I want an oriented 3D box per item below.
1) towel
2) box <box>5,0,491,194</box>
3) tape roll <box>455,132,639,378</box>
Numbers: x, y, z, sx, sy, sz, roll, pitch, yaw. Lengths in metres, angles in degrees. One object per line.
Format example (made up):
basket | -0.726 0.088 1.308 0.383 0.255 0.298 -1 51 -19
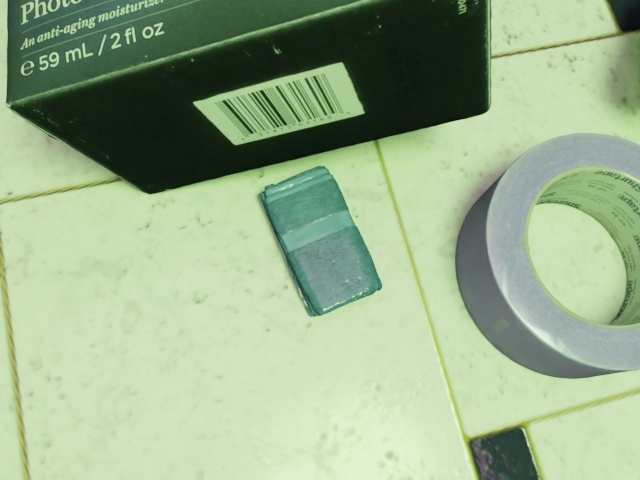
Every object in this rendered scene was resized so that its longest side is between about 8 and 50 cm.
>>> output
towel | 0.000 0.000 0.514 0.067 0.029 0.119 -21 76 -11
box | -0.053 -0.225 0.457 0.296 0.183 0.294 -12 72 12
tape roll | 0.212 0.014 0.505 0.188 0.080 0.189 2 72 -6
